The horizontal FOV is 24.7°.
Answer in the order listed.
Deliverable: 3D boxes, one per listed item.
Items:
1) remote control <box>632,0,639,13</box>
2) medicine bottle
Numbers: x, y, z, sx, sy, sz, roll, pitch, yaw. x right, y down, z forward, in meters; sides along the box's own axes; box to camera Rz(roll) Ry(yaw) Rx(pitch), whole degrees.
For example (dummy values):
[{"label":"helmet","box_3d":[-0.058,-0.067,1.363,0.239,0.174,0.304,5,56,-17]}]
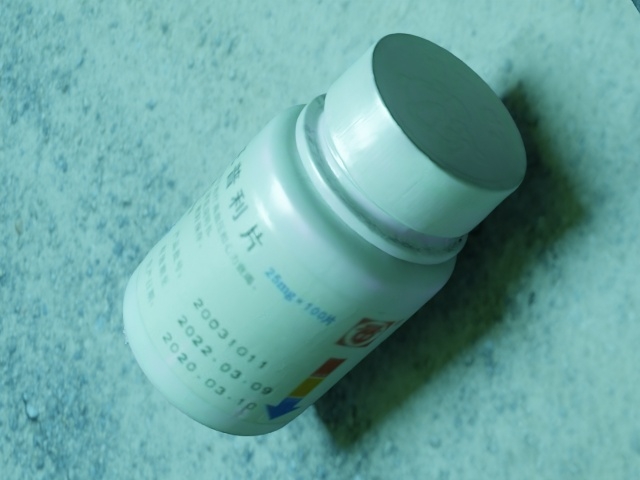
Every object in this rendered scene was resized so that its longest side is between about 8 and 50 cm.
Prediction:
[{"label":"remote control","box_3d":[0.146,-0.319,0.899,0.107,0.044,0.377,-33,90,33]},{"label":"medicine bottle","box_3d":[0.000,0.000,1.036,0.293,0.170,0.170,-43,56,33]}]
